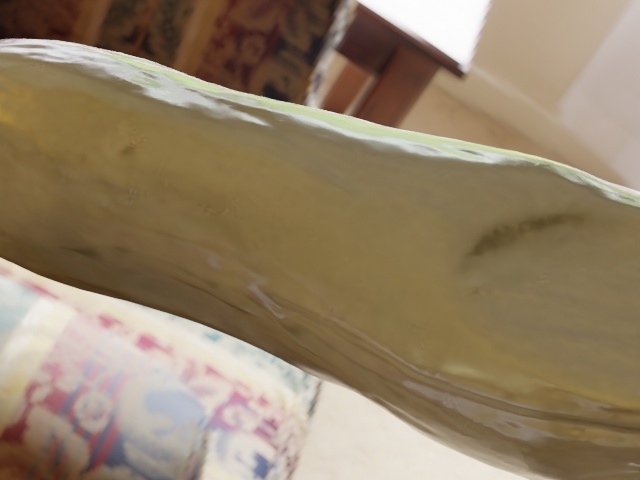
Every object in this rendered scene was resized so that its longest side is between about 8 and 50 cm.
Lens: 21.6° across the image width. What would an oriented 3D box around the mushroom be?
[{"bbox_3d":[-0.001,-0.001,0.535,0.351,0.097,0.109,19,-1,13],"label":"mushroom"}]
